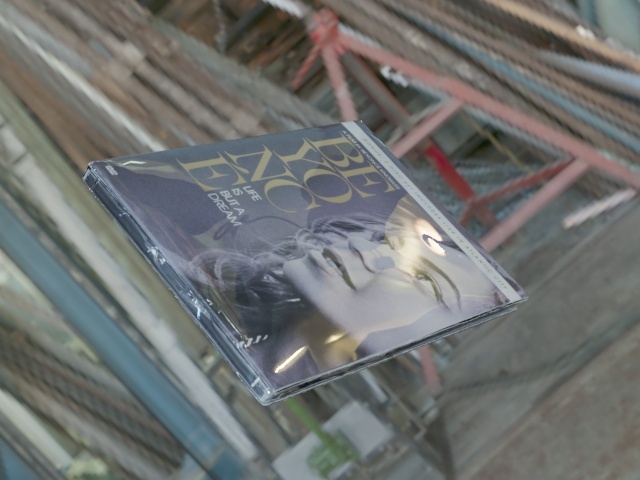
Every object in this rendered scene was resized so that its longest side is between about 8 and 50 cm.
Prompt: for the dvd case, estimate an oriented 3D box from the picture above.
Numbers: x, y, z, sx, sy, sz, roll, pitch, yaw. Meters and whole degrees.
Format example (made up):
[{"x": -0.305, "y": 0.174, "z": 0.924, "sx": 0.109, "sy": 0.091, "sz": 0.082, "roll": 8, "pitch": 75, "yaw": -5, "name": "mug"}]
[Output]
[{"x": 0.000, "y": 0.000, "z": 0.698, "sx": 0.221, "sy": 0.164, "sz": 0.018, "roll": -14, "pitch": -36, "yaw": -47, "name": "dvd case"}]
